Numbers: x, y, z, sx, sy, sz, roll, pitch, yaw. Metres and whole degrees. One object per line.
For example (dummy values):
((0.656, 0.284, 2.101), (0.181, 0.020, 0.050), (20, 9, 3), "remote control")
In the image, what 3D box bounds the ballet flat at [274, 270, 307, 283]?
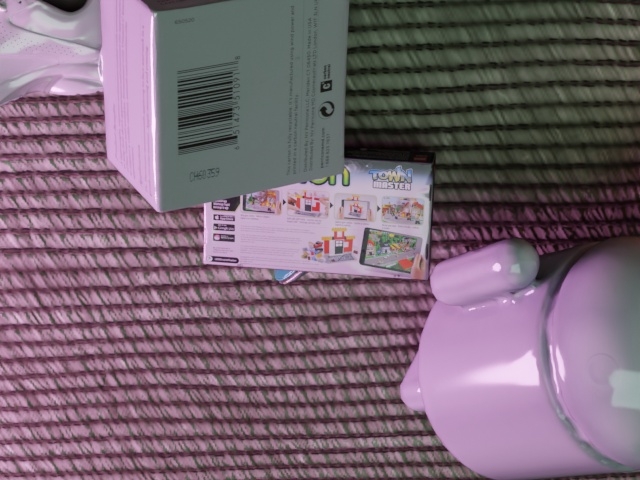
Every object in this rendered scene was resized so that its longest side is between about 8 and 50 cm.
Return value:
((0.000, 0.000, 1.504), (0.041, 0.041, 0.114), (26, 116, -15), "ballet flat")

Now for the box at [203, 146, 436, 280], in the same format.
((-0.001, -0.028, 1.450), (0.207, 0.036, 0.114), (5, 110, 6), "box")

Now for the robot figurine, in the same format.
((0.226, 0.107, 1.420), (0.300, 0.200, 0.353), (40, 150, -24), "robot figurine")

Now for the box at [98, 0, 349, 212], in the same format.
((-0.080, -0.140, 1.342), (0.181, 0.119, 0.181), (-14, 123, -25), "box")

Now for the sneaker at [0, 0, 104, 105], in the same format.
((-0.273, -0.176, 1.383), (0.232, 0.090, 0.115), (-12, 112, -5), "sneaker")
